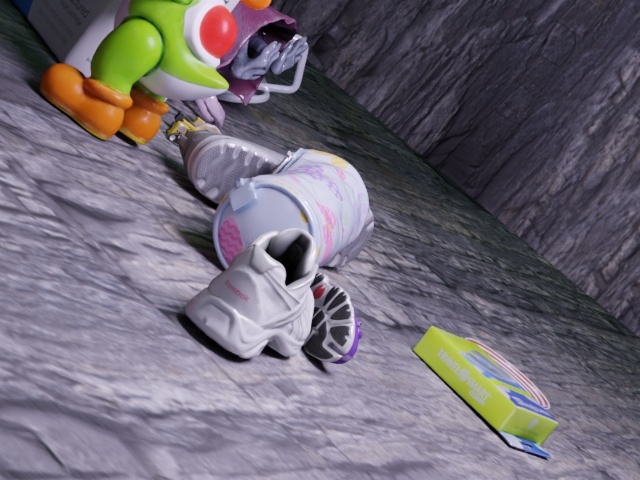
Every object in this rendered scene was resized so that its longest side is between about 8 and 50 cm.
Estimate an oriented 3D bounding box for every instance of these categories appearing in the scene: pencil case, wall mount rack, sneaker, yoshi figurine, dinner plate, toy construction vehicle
[{"bbox_3d":[-0.028,-0.026,1.779,0.273,0.114,0.124,-40,118,-73],"label":"pencil case"},{"bbox_3d":[-0.183,-0.315,2.603,0.304,0.130,0.350,9,15,-10],"label":"wall mount rack"},{"bbox_3d":[-0.035,0.042,1.514,0.090,0.115,0.232,39,10,7],"label":"sneaker"},{"bbox_3d":[0.019,0.083,1.667,0.071,0.068,0.170,41,8,-17],"label":"sneaker"},{"bbox_3d":[-0.174,-0.296,1.846,0.203,0.362,0.203,31,13,-32],"label":"yoshi figurine"},{"bbox_3d":[0.237,0.175,2.142,0.141,0.017,0.141,35,10,-7],"label":"dinner plate"},{"bbox_3d":[-0.153,-0.131,2.116,0.098,0.035,0.086,33,11,-25],"label":"toy construction vehicle"},{"bbox_3d":[-0.049,-0.065,1.981,0.281,0.105,0.115,32,8,-36],"label":"sneaker"}]

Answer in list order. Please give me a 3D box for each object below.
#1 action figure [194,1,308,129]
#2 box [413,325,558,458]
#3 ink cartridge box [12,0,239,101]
[{"bbox_3d":[-0.209,-0.338,2.380,0.370,0.275,0.248,34,-17,8],"label":"action figure"},{"bbox_3d":[0.198,0.176,1.936,0.178,0.042,0.109,44,12,36],"label":"box"},{"bbox_3d":[-0.207,-0.406,2.131,0.166,0.395,0.285,29,13,-41],"label":"ink cartridge box"}]
